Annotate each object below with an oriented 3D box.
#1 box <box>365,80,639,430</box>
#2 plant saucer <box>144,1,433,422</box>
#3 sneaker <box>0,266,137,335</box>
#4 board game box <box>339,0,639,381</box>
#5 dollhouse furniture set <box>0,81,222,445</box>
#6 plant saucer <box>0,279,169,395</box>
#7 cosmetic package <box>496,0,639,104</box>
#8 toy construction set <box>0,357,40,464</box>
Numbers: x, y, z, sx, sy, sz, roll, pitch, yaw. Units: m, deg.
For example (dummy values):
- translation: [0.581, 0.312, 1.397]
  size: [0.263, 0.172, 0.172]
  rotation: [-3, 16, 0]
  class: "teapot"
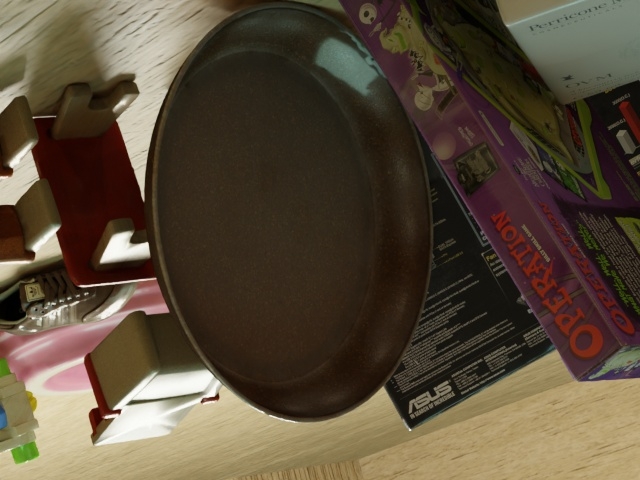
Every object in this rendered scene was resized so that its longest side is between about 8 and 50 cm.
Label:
- translation: [0.146, -0.021, 1.442]
  size: [0.307, 0.242, 0.076]
  rotation: [-30, 176, 3]
  class: "box"
- translation: [-0.026, -0.020, 1.299]
  size: [0.050, 0.311, 0.310]
  rotation: [-4, 177, 41]
  class: "plant saucer"
- translation: [-0.280, 0.061, 1.854]
  size: [0.188, 0.066, 0.071]
  rotation: [-23, 164, 29]
  class: "sneaker"
- translation: [0.153, -0.057, 1.228]
  size: [0.056, 0.347, 0.208]
  rotation: [-40, 155, 24]
  class: "board game box"
- translation: [-0.161, 0.013, 1.361]
  size: [0.262, 0.259, 0.135]
  rotation: [-5, 154, -33]
  class: "dollhouse furniture set"
- translation: [-0.237, 0.112, 2.079]
  size: [0.332, 0.084, 0.332]
  rotation: [-13, 167, -3]
  class: "plant saucer"
- translation: [0.227, -0.206, 1.146]
  size: [0.224, 0.138, 0.224]
  rotation: [-18, 165, 14]
  class: "cosmetic package"
- translation: [-0.450, 0.215, 1.983]
  size: [0.327, 0.151, 0.215]
  rotation: [0, -167, 37]
  class: "toy construction set"
